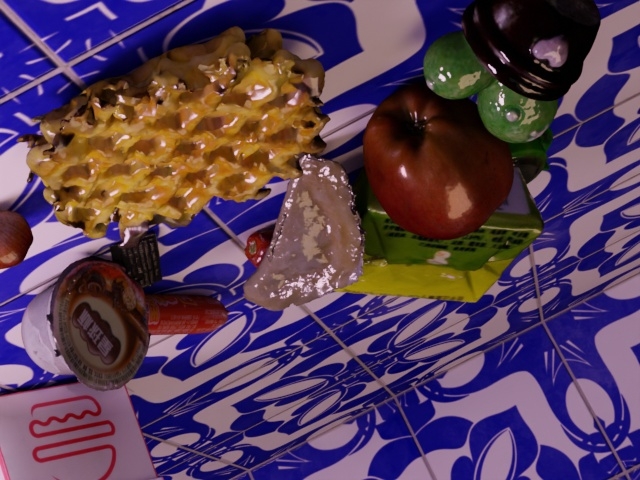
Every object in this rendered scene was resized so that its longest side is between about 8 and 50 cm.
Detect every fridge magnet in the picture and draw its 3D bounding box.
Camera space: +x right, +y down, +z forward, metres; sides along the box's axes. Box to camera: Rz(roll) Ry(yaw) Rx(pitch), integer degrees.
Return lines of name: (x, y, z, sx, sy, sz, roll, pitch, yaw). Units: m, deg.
fridge magnet: (0.303, -0.137, 2.093, 0.208, 0.088, 0.208, -18, 156, -8)

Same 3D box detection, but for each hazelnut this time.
hazelnut: (-0.413, -0.001, 1.570, 0.086, 0.086, 0.086, -23, 161, -9)

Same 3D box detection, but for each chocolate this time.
chocolate: (0.175, -0.019, 2.041, 0.301, 0.137, 0.288, 6, 151, -13)
chocolate: (-0.372, 0.125, 1.848, 0.147, 0.221, 0.221, -4, 176, 36)

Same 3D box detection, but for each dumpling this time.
dumpling: (-0.002, -0.004, 1.933, 0.086, 0.166, 0.332, -71, -174, -49)

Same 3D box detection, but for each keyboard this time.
keyboard: (-0.286, 0.038, 1.914, 0.074, 0.015, 0.196, -21, 160, -13)

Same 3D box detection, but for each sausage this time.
sausage: (-0.247, 0.128, 2.105, 0.074, 0.074, 0.274, -36, 159, 26)

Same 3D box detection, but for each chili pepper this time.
chili pepper: (-0.070, 0.014, 2.047, 0.073, 0.070, 0.123, -4, -176, 45)

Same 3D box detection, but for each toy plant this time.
toy plant: (0.259, -0.240, 1.627, 0.218, 0.175, 0.235, 20, 135, -26)

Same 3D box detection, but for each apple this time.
apple: (0.170, -0.114, 1.785, 0.234, 0.234, 0.234, -23, 161, -9)

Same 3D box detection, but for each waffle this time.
waffle: (-0.173, -0.125, 1.524, 0.382, 0.095, 0.379, -21, 160, -5)

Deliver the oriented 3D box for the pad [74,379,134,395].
pad: (-0.471, 0.317, 2.416, 0.156, 0.004, 0.232, -27, 161, 4)

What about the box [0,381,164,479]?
box: (-0.508, 0.460, 2.278, 0.312, 0.300, 0.314, -7, 155, -41)
